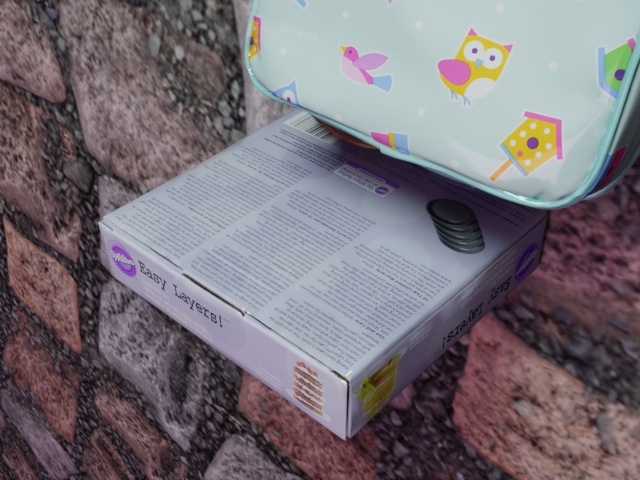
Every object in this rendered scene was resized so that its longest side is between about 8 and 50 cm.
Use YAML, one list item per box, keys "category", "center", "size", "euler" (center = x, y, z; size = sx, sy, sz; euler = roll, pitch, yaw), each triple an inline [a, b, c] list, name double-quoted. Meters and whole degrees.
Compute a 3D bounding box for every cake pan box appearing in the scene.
- category: "cake pan box"
  center: [0.000, 0.000, 0.724]
  size: [0.267, 0.246, 0.070]
  euler: [29, 135, 30]

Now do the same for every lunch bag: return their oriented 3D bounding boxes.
- category: "lunch bag"
  center: [0.098, -0.156, 0.576]
  size: [0.279, 0.108, 0.224]
  euler: [26, 108, 29]

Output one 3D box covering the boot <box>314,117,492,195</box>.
- category: "boot"
  center: [0.079, -0.116, 0.714]
  size: [0.219, 0.082, 0.106]
  euler: [27, 113, 38]
